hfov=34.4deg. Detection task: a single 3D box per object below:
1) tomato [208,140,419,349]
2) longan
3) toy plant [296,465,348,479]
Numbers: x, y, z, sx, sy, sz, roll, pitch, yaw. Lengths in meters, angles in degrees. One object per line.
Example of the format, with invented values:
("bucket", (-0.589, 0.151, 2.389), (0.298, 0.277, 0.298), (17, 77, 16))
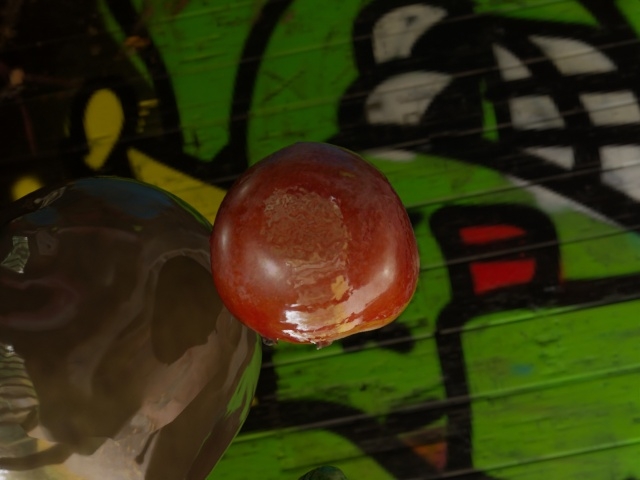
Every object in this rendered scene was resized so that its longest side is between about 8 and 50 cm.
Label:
("tomato", (0.000, 0.000, 0.803), (0.167, 0.167, 0.167), (-11, -90, -88))
("longan", (-0.223, 0.115, 0.913), (0.361, 0.361, 0.361), (-11, -90, -88))
("toy plant", (-0.069, 0.398, 1.176), (0.184, 0.316, 0.224), (43, -178, -13))
